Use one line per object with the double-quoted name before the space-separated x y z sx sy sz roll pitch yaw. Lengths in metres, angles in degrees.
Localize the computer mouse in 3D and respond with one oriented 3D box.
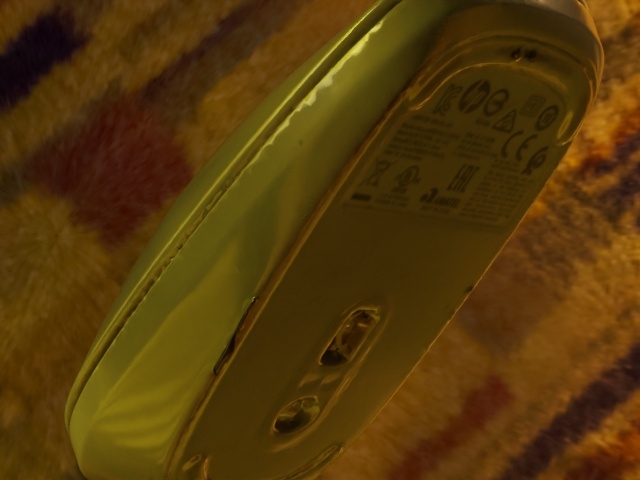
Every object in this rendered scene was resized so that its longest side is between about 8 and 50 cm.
"computer mouse" -0.004 -0.003 0.619 0.097 0.159 0.288 45 113 33
